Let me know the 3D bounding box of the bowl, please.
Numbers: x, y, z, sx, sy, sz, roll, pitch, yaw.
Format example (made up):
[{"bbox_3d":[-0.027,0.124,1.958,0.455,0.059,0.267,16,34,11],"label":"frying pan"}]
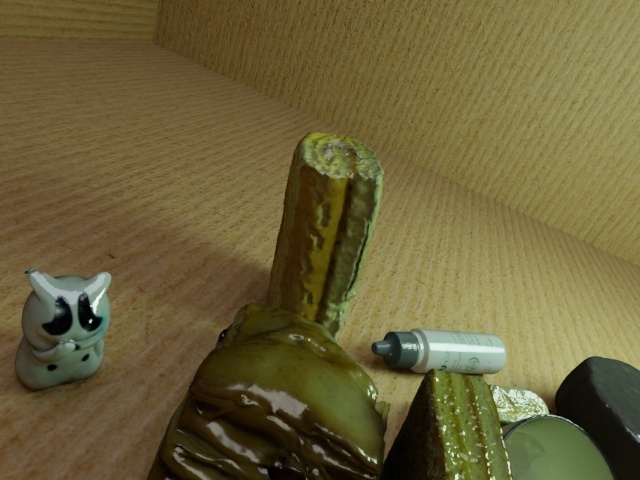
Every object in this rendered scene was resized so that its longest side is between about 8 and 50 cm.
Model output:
[{"bbox_3d":[0.295,0.372,0.641,0.237,0.126,0.238,7,70,-20],"label":"bowl"}]

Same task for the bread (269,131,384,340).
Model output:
[{"bbox_3d":[0.000,0.000,0.867,0.164,0.376,0.237,8,27,-10],"label":"bread"}]

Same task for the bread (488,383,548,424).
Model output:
[{"bbox_3d":[0.271,0.289,0.771,0.139,0.178,0.060,13,62,-22],"label":"bread"}]

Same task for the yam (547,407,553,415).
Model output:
[{"bbox_3d":[0.384,0.363,0.828,0.127,0.084,0.084,-7,39,-36],"label":"yam"}]

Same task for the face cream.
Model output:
[{"bbox_3d":[0.243,0.230,0.937,0.311,0.092,0.092,10,30,-24],"label":"face cream"}]

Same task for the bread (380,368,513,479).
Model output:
[{"bbox_3d":[0.152,0.312,0.574,0.110,0.234,0.184,17,29,0],"label":"bread"}]

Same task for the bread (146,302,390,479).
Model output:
[{"bbox_3d":[-0.037,0.234,0.629,0.313,0.192,0.370,24,27,3],"label":"bread"}]

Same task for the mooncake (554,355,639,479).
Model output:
[{"bbox_3d":[0.617,0.381,0.882,0.305,0.154,0.306,16,29,-10],"label":"mooncake"}]

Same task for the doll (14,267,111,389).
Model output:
[{"bbox_3d":[-0.351,0.125,0.615,0.110,0.181,0.107,-3,50,-41],"label":"doll"}]
